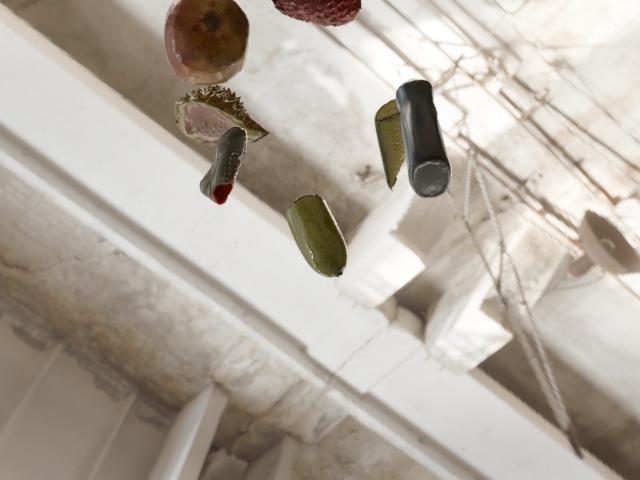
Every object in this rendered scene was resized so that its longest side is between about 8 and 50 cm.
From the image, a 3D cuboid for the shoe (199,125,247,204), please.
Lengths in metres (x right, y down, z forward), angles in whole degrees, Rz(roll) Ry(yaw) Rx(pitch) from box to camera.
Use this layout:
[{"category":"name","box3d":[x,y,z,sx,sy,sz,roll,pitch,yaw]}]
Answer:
[{"category":"shoe","box3d":[-0.212,-0.168,1.897,0.074,0.195,0.077,8,-148,-41]}]

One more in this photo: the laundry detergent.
[{"category":"laundry detergent","box3d":[0.145,-0.163,1.182,0.097,0.061,0.206,65,-164,-50]}]

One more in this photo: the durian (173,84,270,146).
[{"category":"durian","box3d":[-0.314,-0.373,2.358,0.305,0.186,0.195,15,178,32]}]

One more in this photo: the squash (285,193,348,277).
[{"category":"squash","box3d":[0.000,0.000,2.301,0.132,0.132,0.247,12,-141,-41]}]

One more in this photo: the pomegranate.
[{"category":"pomegranate","box3d":[-0.307,-0.539,2.191,0.228,0.270,0.252,-2,-90,-16]}]

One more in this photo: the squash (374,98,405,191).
[{"category":"squash","box3d":[0.240,-0.287,2.389,0.093,0.169,0.252,-123,13,-50]}]

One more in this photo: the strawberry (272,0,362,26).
[{"category":"strawberry","box3d":[-0.008,-0.635,2.067,0.244,0.205,0.205,27,-144,-16]}]
